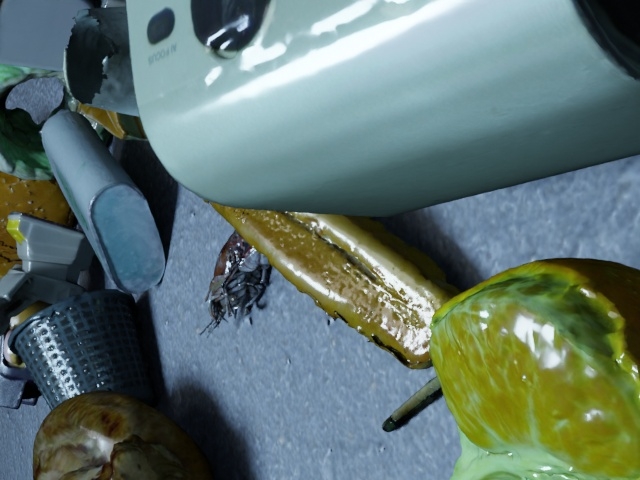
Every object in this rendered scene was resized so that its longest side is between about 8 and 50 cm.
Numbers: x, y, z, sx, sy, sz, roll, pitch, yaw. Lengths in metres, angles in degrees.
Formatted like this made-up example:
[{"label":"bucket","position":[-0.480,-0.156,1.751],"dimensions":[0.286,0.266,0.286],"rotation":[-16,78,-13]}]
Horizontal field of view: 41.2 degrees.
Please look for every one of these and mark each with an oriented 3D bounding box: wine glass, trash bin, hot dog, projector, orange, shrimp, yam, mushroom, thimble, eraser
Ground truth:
[{"label":"wine glass","position":[-0.138,-0.172,0.835],"dimensions":[0.111,0.205,0.111],"rotation":[4,96,53]},{"label":"trash bin","position":[-0.301,0.173,1.119],"dimensions":[0.175,0.176,0.161],"rotation":[-49,61,44]},{"label":"hot dog","position":[0.001,-0.001,0.695],"dimensions":[0.289,0.068,0.083],"rotation":[38,107,30]},{"label":"projector","position":[0.067,-0.157,0.449],"dimensions":[0.249,0.248,0.248],"rotation":[-13,80,43]},{"label":"orange","position":[0.143,0.127,0.448],"dimensions":[0.179,0.159,0.237],"rotation":[-8,83,55]},{"label":"shrimp","position":[-0.088,0.046,0.887],"dimensions":[0.065,0.057,0.165],"rotation":[48,131,37]},{"label":"yam","position":[0.078,0.128,0.676],"dimensions":[0.107,0.014,0.014],"rotation":[-51,50,43]},{"label":"mushroom","position":[-0.214,0.292,0.948],"dimensions":[0.283,0.195,0.263],"rotation":[141,115,-67]},{"label":"thimble","position":[-0.423,-0.201,1.243],"dimensions":[0.150,0.219,0.218],"rotation":[45,125,43]},{"label":"eraser","position":[-0.292,-0.056,1.136],"dimensions":[0.227,0.081,0.174],"rotation":[47,157,47]}]

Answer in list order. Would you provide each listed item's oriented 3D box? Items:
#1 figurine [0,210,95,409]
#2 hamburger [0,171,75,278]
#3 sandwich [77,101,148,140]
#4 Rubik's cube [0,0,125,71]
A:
[{"label":"figurine","position":[-0.423,0.109,1.261],"dimensions":[0.143,0.308,0.308],"rotation":[5,94,24]},{"label":"hamburger","position":[-0.538,-0.078,1.410],"dimensions":[0.260,0.245,0.211],"rotation":[-55,41,12]},{"label":"sandwich","position":[-0.257,-0.158,1.123],"dimensions":[0.113,0.079,0.163],"rotation":[-55,48,43]},{"label":"Rubik's cube","position":[-0.328,-0.432,0.997],"dimensions":[0.346,0.345,0.346],"rotation":[-59,43,36]}]
